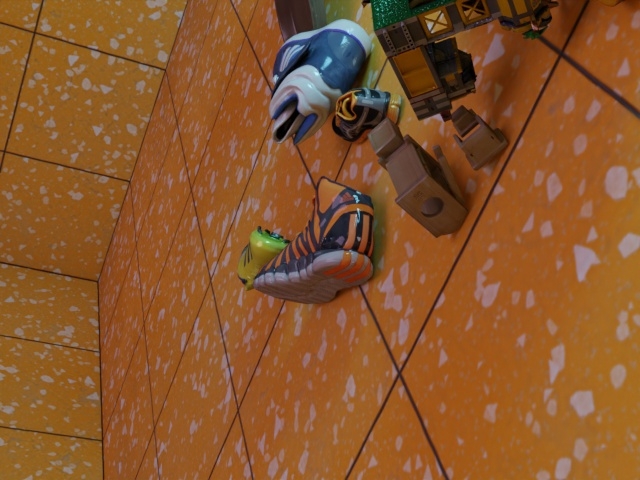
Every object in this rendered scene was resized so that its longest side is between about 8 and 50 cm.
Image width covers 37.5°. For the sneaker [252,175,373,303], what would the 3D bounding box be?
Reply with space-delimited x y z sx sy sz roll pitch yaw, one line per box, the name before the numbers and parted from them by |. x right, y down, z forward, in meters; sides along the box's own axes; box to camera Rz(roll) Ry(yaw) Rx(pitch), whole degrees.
sneaker | 0.000 0.000 1.618 0.321 0.124 0.180 -21 54 53

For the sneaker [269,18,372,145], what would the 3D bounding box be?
sneaker | -0.052 -0.273 1.767 0.236 0.130 0.322 -56 19 -23

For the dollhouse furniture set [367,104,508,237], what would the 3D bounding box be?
dollhouse furniture set | 0.174 -0.125 1.310 0.161 0.101 0.182 -40 34 18

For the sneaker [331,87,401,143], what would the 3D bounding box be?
sneaker | 0.060 -0.222 1.617 0.215 0.083 0.084 168 112 -69

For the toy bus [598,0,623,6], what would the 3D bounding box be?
toy bus | 0.210 -0.386 1.030 0.332 0.130 0.108 41 126 15

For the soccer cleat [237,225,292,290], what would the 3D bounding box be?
soccer cleat | -0.110 0.045 1.827 0.289 0.093 0.121 148 145 -81

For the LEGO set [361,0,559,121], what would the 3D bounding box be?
LEGO set | 0.187 -0.312 1.242 0.254 0.192 0.331 -24 45 11

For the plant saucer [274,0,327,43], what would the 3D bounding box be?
plant saucer | -0.042 -0.478 1.945 0.278 0.041 0.278 166 90 -77
